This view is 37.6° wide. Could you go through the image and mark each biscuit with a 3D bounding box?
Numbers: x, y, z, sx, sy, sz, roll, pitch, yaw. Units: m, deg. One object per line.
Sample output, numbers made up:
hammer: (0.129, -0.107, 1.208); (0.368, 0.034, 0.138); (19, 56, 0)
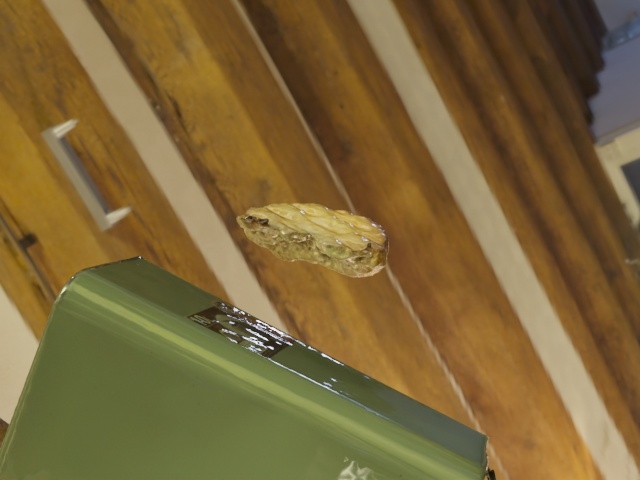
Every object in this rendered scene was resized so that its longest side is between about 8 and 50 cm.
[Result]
biscuit: (0.000, 0.000, 1.093); (0.118, 0.183, 0.061); (-34, -46, -61)

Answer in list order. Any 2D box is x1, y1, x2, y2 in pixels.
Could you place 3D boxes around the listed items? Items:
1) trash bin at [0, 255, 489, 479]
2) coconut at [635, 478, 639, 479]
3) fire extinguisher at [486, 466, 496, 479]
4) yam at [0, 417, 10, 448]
trash bin: (-0.060, 0.182, 0.758); (0.343, 0.223, 0.158); (23, -172, 8)
coconut: (0.168, 0.229, 0.465); (0.204, 0.235, 0.236); (24, -132, -40)
fire extinguisher: (0.182, 0.265, 0.893); (0.158, 0.043, 0.064); (-108, 2, -87)
yam: (-0.501, 0.281, 1.399); (0.300, 0.066, 0.066); (60, -157, -45)
